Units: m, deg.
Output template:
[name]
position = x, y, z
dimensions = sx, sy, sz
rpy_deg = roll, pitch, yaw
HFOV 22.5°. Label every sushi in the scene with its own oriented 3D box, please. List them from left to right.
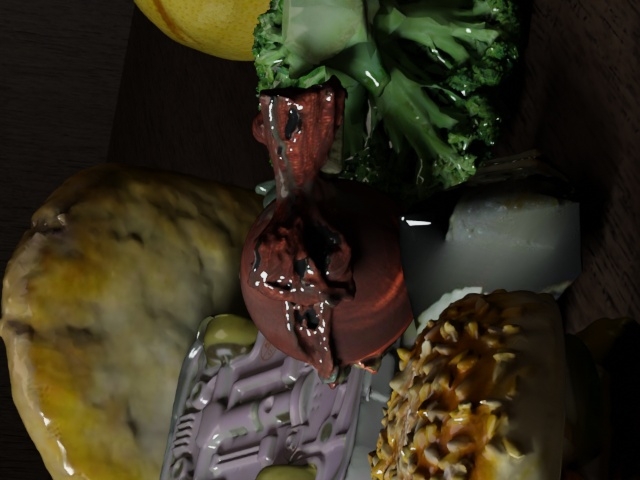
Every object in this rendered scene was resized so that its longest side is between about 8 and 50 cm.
[sushi]
position = 0.135, 0.054, 1.263
dimensions = 0.109, 0.134, 0.273
rpy_deg = -80, -12, -55

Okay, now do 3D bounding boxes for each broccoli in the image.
[broccoli]
position = 0.052, -0.148, 1.364
dimensions = 0.270, 0.269, 0.270
rpy_deg = 30, -120, -66

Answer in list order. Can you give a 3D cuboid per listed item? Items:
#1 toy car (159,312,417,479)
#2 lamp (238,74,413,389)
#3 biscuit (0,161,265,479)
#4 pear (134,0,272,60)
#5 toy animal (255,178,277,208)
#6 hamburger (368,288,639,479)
[toy car]
position = 0.010, 0.185, 1.508
dimensions = 0.336, 0.226, 0.242
rpy_deg = -24, 48, 49
[lamp]
position = 0.012, 0.001, 1.273
dimensions = 0.223, 0.151, 0.215
rpy_deg = 103, 166, -65
[biscuit]
position = -0.150, 0.127, 1.706
dimensions = 0.104, 0.446, 0.429
rpy_deg = -22, 66, 42
[pear]
position = -0.101, -0.366, 1.858
dimensions = 0.314, 0.314, 0.314
rpy_deg = -174, 90, -74
[toy animal]
position = 0.006, 0.028, 1.706
dimensions = 0.108, 0.138, 0.236
rpy_deg = 71, 174, -53
[hamburger]
position = 0.136, 0.161, 0.918
dimensions = 0.291, 0.225, 0.291
rpy_deg = -170, 90, -89
